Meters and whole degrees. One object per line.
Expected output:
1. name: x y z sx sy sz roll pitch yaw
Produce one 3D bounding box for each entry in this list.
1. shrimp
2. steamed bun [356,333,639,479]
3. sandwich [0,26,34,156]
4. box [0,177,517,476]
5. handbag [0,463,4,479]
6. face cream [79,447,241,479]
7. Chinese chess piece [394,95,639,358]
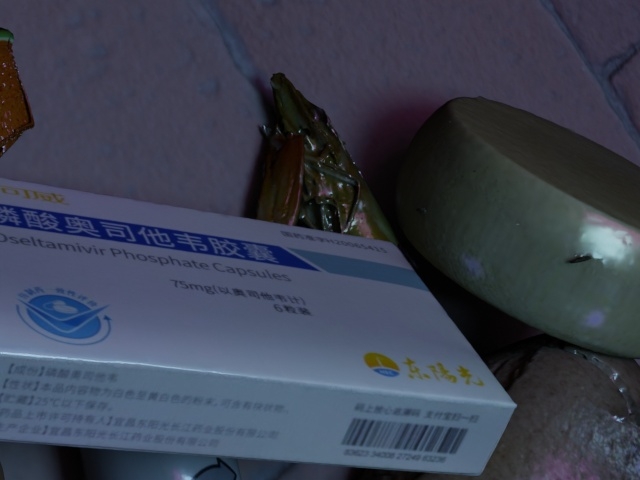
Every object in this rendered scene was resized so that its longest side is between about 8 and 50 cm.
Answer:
1. shrimp: 0.000 -0.001 1.060 0.145 0.061 0.267 -10 82 -34
2. steamed bun: 0.184 0.200 1.043 0.301 0.199 0.252 -39 100 -43
3. sandwich: -0.223 -0.089 0.918 0.069 0.026 0.101 -10 84 -48
4. box: -0.069 0.051 0.859 0.343 0.065 0.200 9 26 -29
5. handbag: -0.263 0.160 0.752 0.193 0.072 0.151 17 62 -35
6. face cream: -0.086 0.201 0.875 0.095 0.096 0.214 -4 77 -42
7. Chinese chess piece: 0.187 -0.014 1.107 0.273 0.102 0.273 23 18 -8
